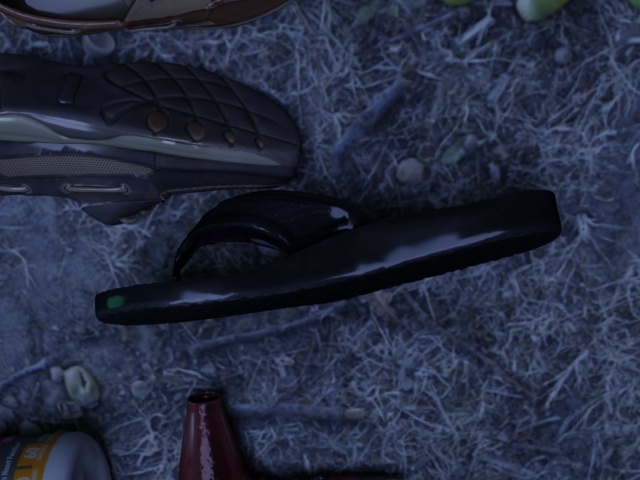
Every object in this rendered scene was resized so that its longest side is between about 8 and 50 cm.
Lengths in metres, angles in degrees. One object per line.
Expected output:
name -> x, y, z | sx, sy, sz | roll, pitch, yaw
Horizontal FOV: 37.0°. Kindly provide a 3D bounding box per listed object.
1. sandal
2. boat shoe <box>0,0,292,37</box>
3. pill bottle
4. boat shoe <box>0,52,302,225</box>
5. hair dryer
sandal -> 0.002, 0.000, 0.925 | 0.445, 0.167, 0.107 | -13, 79, 1
boat shoe -> -0.150, -0.243, 0.872 | 0.324, 0.116, 0.123 | -11, 104, 8
pill bottle -> -0.375, 0.294, 1.017 | 0.278, 0.162, 0.162 | -6, 105, 6
boat shoe -> -0.196, -0.092, 0.930 | 0.355, 0.132, 0.130 | 9, 131, -1
hair dryer -> -0.049, 0.277, 1.043 | 0.223, 0.080, 0.293 | -45, 103, -1
